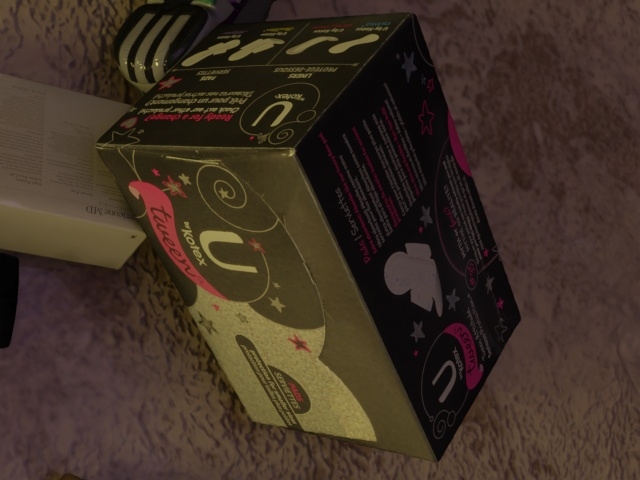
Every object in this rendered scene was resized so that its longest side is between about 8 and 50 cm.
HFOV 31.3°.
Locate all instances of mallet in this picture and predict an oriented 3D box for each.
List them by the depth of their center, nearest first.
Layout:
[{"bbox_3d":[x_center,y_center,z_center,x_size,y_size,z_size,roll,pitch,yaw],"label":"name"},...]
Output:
[{"bbox_3d":[-0.277,0.018,0.696,0.189,0.039,0.062,17,75,-23],"label":"mallet"}]

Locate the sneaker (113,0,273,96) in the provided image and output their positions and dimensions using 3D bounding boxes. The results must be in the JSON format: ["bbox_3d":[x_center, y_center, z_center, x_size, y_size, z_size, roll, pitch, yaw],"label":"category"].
[{"bbox_3d":[-0.069,-0.166,0.826,0.224,0.083,0.098,-58,147,-31],"label":"sneaker"}]

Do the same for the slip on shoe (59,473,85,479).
[{"bbox_3d":[-0.118,0.191,0.759,0.135,0.051,0.041,20,63,-20],"label":"slip on shoe"}]

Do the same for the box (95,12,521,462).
[{"bbox_3d":[0.000,0.000,0.727,0.142,0.163,0.247,-51,131,-36],"label":"box"}]

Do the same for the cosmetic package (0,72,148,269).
[{"bbox_3d":[-0.227,-0.054,0.702,0.239,0.060,0.099,12,55,-28],"label":"cosmetic package"}]
